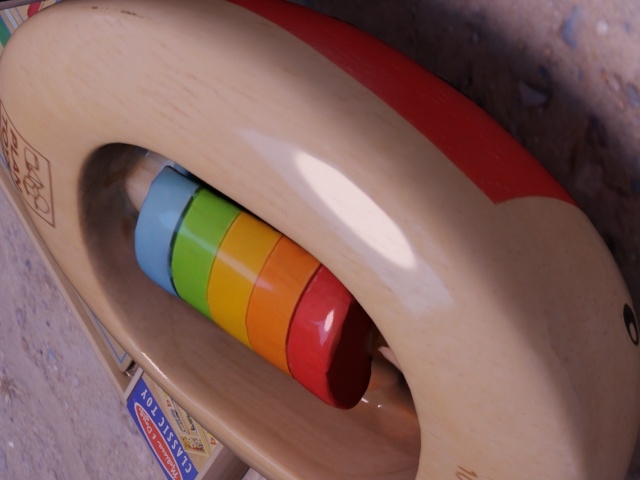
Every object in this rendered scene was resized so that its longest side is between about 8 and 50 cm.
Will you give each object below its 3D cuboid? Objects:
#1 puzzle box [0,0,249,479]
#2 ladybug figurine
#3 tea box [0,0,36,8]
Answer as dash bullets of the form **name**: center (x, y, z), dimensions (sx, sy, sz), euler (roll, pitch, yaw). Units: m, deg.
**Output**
- **puzzle box**: center (-0.134, -0.048, 1.385), dimensions (0.409, 0.052, 0.272), euler (57, 143, 21)
- **ladybug figurine**: center (0.000, 0.000, 1.079), dimensions (0.449, 0.162, 0.305), euler (36, 145, 26)
- **tea box**: center (-0.162, -0.295, 1.072), dimensions (0.220, 0.329, 0.323), euler (-5, 99, 55)
